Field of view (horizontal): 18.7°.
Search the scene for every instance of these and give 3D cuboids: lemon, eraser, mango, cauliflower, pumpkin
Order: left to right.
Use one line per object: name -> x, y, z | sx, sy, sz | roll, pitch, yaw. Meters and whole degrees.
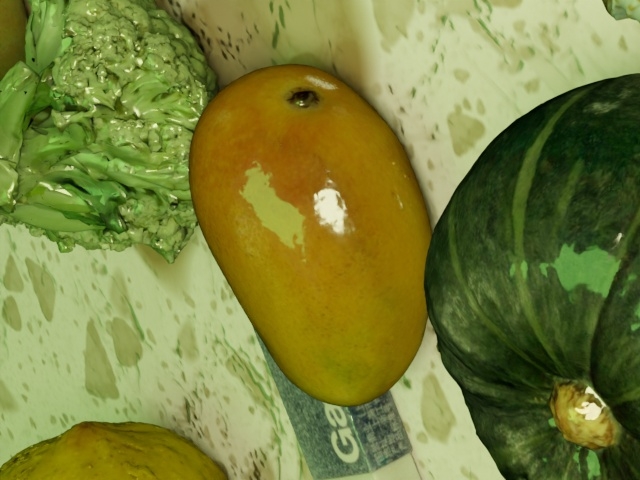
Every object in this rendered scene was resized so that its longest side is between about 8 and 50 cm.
cauliflower -> -0.206, -0.083, 1.523 | 0.272, 0.250, 0.275 | 36, 140, 41
lemon -> -0.180, 0.305, 1.708 | 0.258, 0.258, 0.310 | -4, 108, 55
mango -> 0.002, -0.003, 1.384 | 0.175, 0.139, 0.254 | -9, 108, 60
eraser -> 0.005, 0.106, 1.521 | 0.092, 0.046, 0.212 | -18, 95, 56
pumpkin -> 0.199, 0.051, 1.082 | 0.300, 0.207, 0.300 | 26, 136, 28

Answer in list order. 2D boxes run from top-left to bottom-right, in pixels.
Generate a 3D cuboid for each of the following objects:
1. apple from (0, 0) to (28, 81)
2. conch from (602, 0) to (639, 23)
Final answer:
apple -> -0.361, -0.176, 1.742 | 0.207, 0.188, 0.174 | 60, 150, 16
conch -> 0.192, -0.178, 1.046 | 0.135, 0.102, 0.153 | 139, 139, -66
